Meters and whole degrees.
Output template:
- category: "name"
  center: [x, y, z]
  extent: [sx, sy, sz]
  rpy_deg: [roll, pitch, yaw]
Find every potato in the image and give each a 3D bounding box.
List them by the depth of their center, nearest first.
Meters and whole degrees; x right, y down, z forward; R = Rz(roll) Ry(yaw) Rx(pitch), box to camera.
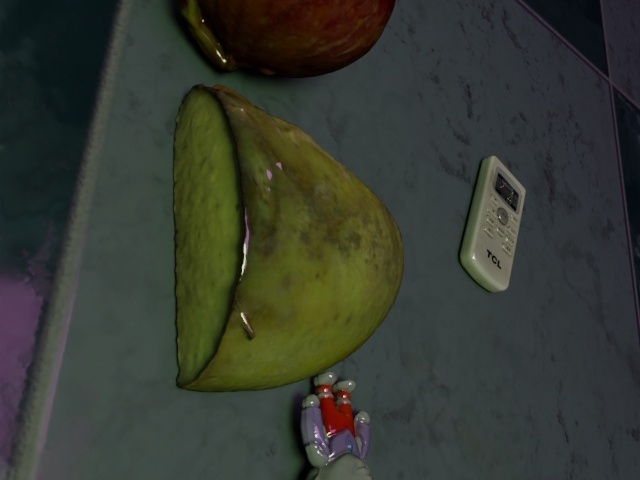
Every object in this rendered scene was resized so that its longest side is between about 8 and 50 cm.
- category: "potato"
  center: [0.000, 0.000, 0.603]
  extent: [0.255, 0.112, 0.270]
  rpy_deg: [10, 71, -41]

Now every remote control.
- category: "remote control"
  center: [0.237, -0.022, 0.881]
  extent: [0.087, 0.029, 0.190]
  rpy_deg: [40, 53, -25]

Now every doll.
- category: "doll"
  center: [0.016, 0.232, 0.566]
  extent: [0.102, 0.075, 0.228]
  rpy_deg: [33, 44, -42]

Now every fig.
- category: "fig"
  center: [-0.037, -0.239, 0.603]
  extent: [0.205, 0.205, 0.205]
  rpy_deg: [15, 66, -39]
